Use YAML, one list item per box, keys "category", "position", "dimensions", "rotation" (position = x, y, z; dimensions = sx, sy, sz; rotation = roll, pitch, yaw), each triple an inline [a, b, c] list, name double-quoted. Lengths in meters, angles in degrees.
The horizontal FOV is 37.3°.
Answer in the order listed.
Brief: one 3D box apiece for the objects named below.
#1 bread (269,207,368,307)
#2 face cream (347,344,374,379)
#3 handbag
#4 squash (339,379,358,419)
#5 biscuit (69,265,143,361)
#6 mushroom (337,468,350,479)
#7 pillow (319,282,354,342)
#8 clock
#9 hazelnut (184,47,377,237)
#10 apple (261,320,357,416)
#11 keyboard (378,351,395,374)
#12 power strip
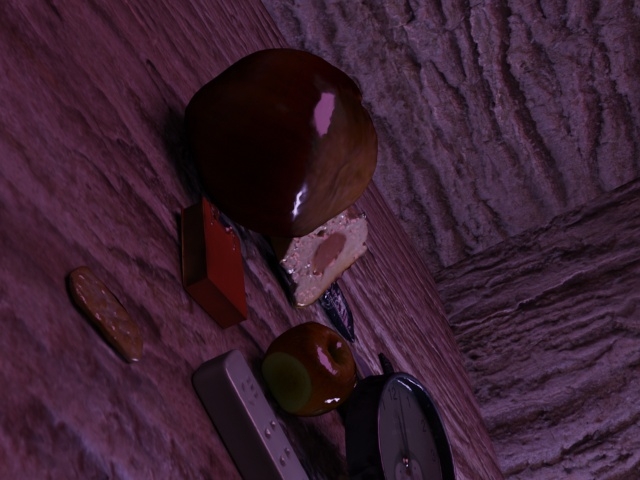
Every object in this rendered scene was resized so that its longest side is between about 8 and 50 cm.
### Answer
- category: "bread"
  position: [0.006, 0.003, 2.026]
  dimensions: [0.224, 0.211, 0.183]
  rotation: [-105, 172, -64]
- category: "face cream"
  position: [0.125, 0.345, 2.230]
  dimensions: [0.224, 0.070, 0.114]
  rotation: [57, 5, 33]
- category: "handbag"
  position: [-0.175, 0.033, 1.546]
  dimensions: [0.127, 0.063, 0.190]
  rotation: [52, 20, -43]
- category: "squash"
  position: [0.093, 0.384, 1.949]
  dimensions: [0.258, 0.069, 0.069]
  rotation: [65, 11, 1]
- category: "biscuit"
  position: [-0.258, 0.089, 1.150]
  dimensions: [0.147, 0.018, 0.071]
  rotation: [58, 15, -32]
- category: "mushroom"
  position: [0.137, 0.487, 1.783]
  dimensions: [0.397, 0.126, 0.177]
  rotation: [50, 41, -45]
- category: "pillow"
  position: [0.028, 0.136, 2.238]
  dimensions: [0.208, 0.055, 0.141]
  rotation: [63, 3, -9]
- category: "clock"
  position: [0.146, 0.384, 1.650]
  dimensions: [0.319, 0.066, 0.318]
  rotation: [41, 39, -45]
- category: "hazelnut"
  position: [-0.071, -0.194, 1.802]
  dimensions: [0.359, 0.359, 0.409]
  rotation: [65, 13, 6]
- category: "apple"
  position: [-0.022, 0.225, 1.609]
  dimensions: [0.163, 0.147, 0.146]
  rotation: [6, 54, -62]
- category: "keyboard"
  position: [0.204, 0.412, 2.506]
  dimensions: [0.087, 0.017, 0.250]
  rotation: [49, 18, -47]
- category: "power strip"
  position: [-0.063, 0.340, 1.363]
  dimensions: [0.385, 0.062, 0.091]
  rotation: [62, 15, -5]
